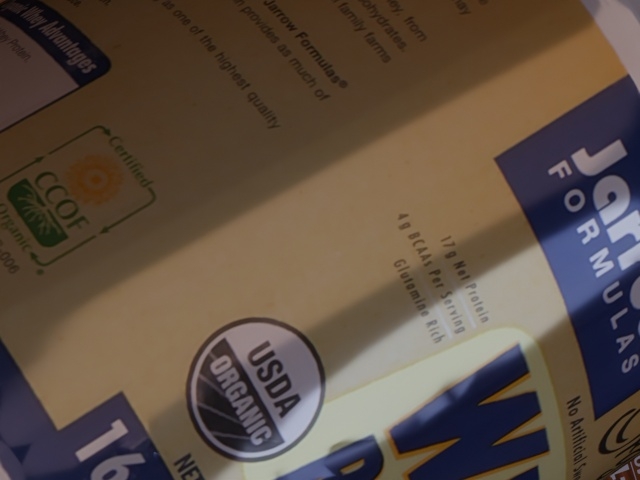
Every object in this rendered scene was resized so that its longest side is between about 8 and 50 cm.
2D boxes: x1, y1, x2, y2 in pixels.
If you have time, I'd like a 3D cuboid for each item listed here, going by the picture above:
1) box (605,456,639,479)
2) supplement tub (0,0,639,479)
[{"bbox_3d":[0.088,-0.009,0.697,0.201,0.057,0.293,-13,81,-31],"label":"box"},{"bbox_3d":[0.000,0.000,0.501,0.316,0.228,0.228,-32,91,-15],"label":"supplement tub"}]
